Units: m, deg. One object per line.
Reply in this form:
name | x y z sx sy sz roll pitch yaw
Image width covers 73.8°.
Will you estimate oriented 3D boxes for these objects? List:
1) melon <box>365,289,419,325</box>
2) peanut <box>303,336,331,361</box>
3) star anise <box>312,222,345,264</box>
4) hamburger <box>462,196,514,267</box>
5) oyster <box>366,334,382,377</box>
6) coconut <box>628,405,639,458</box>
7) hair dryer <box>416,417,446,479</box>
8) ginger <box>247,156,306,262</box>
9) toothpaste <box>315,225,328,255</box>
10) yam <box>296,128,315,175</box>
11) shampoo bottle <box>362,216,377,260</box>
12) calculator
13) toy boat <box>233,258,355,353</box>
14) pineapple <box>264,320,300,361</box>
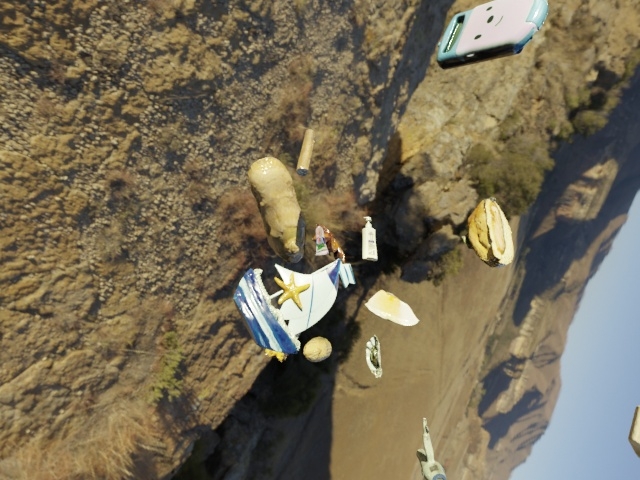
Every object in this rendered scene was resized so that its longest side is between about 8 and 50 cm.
melon | 0.276 0.254 1.599 0.093 0.202 0.139 -68 164 -1
peanut | -0.013 0.398 1.565 0.194 0.093 0.083 33 76 -71
star anise | 0.029 0.008 1.639 0.053 0.212 0.157 -39 169 14
hamburger | 0.413 -0.011 1.058 0.087 0.102 0.176 2 69 -23
oyster | 0.172 0.345 1.288 0.037 0.098 0.101 3 119 -19
coconut | 1.049 0.575 1.265 0.222 0.202 0.202 -62 151 -13
hair dryer | 0.321 0.639 1.320 0.167 0.067 0.200 113 -35 -76
ginger | -0.113 -0.074 1.203 0.126 0.190 0.354 -20 123 -3
toothpaste | 0.000 0.000 1.475 0.170 0.045 0.029 -96 -178 -56
yam | -0.034 -0.215 1.031 0.032 0.032 0.146 73 19 -49
shampoo bottle | 0.153 -0.006 1.342 0.048 0.034 0.141 7 73 -24
calculator | 0.417 -0.525 1.070 0.051 0.293 0.173 29 81 -36
toy boat | -0.046 0.130 1.006 0.290 0.221 0.067 -25 171 -25
pineapple | -0.123 0.357 1.600 0.233 0.079 0.135 -59 169 -28
